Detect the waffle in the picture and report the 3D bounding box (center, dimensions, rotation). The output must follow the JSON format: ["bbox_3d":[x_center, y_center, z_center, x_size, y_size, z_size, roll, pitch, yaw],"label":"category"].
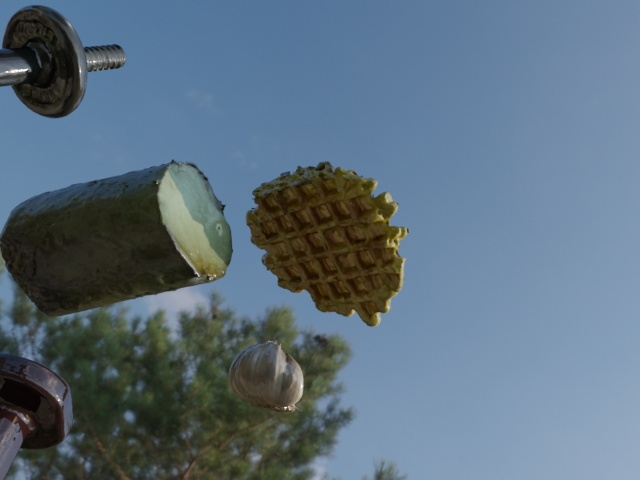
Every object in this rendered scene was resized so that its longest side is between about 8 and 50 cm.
[{"bbox_3d":[0.002,-0.002,1.117,0.312,0.060,0.307,22,-47,25],"label":"waffle"}]

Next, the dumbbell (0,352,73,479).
[{"bbox_3d":[-0.345,0.234,0.687,0.124,0.225,0.140,12,-52,-2],"label":"dumbbell"}]

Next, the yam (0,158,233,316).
[{"bbox_3d":[-0.300,-0.002,1.016,0.300,0.195,0.195,-12,-58,15],"label":"yam"}]

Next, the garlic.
[{"bbox_3d":[-0.072,0.177,0.912,0.113,0.094,0.074,2,-11,23],"label":"garlic"}]

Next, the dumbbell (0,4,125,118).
[{"bbox_3d":[-0.223,-0.108,0.440,0.110,0.254,0.110,11,-68,29],"label":"dumbbell"}]
